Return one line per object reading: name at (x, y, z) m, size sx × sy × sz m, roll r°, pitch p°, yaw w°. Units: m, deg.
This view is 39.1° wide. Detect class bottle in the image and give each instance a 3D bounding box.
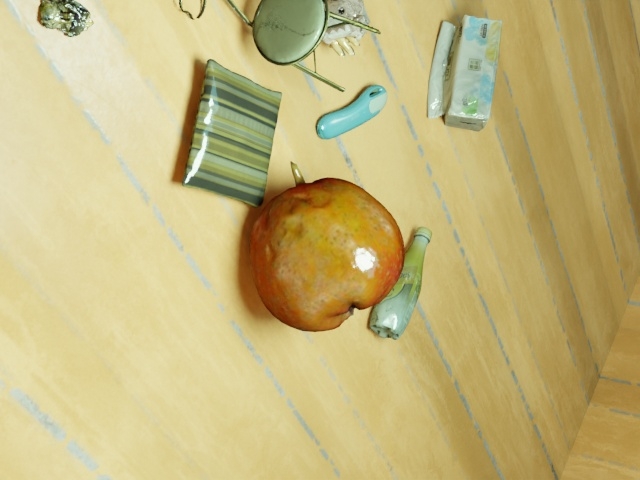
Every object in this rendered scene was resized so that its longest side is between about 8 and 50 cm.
bottle at (0.184, 0.087, 1.974) m, size 0.083 × 0.083 × 0.269 m, roll 52°, pitch 52°, yaw -44°

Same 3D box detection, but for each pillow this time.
pillow at (-0.145, -0.175, 1.510) m, size 0.208 × 0.052 × 0.212 m, roll 15°, pitch 86°, yaw -56°

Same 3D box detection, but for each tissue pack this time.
tissue pack at (0.323, -0.381, 2.057) m, size 0.159 × 0.145 × 0.229 m, roll 36°, pitch 63°, yaw -86°

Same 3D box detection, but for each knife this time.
knife at (0.064, -0.256, 1.796) m, size 0.222 × 0.031 × 0.064 m, roll -35°, pitch 126°, yaw -41°

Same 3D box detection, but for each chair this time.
chair at (-0.059, -0.367, 1.488) m, size 0.159 × 0.170 × 0.326 m, roll -55°, pitch 151°, yaw 15°

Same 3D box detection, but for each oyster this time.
oyster at (-0.347, -0.310, 1.241) m, size 0.083 × 0.019 × 0.054 m, roll 10°, pitch 87°, yaw -54°

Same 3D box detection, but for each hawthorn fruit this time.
hawthorn fruit at (0.000, 0.000, 1.583) m, size 0.277 × 0.277 × 0.298 m, roll -32°, pitch 101°, yaw -47°

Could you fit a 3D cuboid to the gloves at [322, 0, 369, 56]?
gloves at (0.038, -0.424, 1.680) m, size 0.094 × 0.110 × 0.144 m, roll 28°, pitch 44°, yaw -44°
